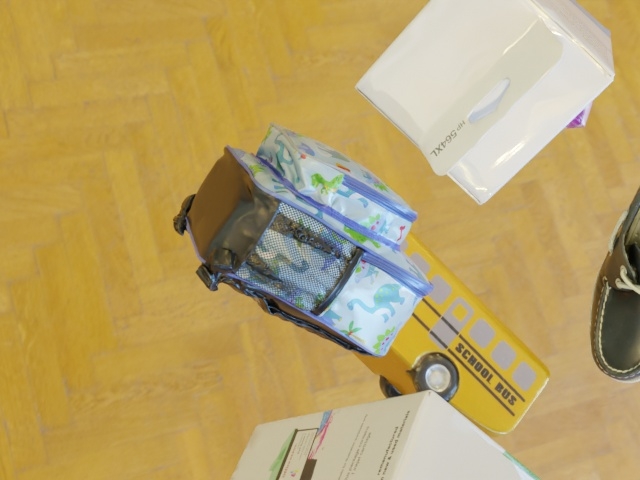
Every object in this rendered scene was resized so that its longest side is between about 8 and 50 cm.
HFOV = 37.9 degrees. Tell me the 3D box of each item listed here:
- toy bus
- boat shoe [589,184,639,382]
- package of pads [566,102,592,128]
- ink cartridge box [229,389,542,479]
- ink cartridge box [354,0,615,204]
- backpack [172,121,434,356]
[{"bbox_3d":[0.085,0.079,1.013,0.332,0.108,0.130,44,69,-6],"label":"toy bus"},{"bbox_3d":[0.356,0.013,0.988,0.114,0.091,0.303,19,100,25],"label":"boat shoe"},{"bbox_3d":[0.247,-0.157,0.916,0.050,0.032,0.083,26,80,-28],"label":"package of pads"},{"bbox_3d":[0.060,0.255,0.866,0.201,0.278,0.117,40,56,-19],"label":"ink cartridge box"},{"bbox_3d":[0.089,-0.094,0.490,0.090,0.092,0.143,42,25,-2],"label":"ink cartridge box"},{"bbox_3d":[0.000,0.000,0.459,0.114,0.105,0.084,34,95,-23],"label":"backpack"}]
